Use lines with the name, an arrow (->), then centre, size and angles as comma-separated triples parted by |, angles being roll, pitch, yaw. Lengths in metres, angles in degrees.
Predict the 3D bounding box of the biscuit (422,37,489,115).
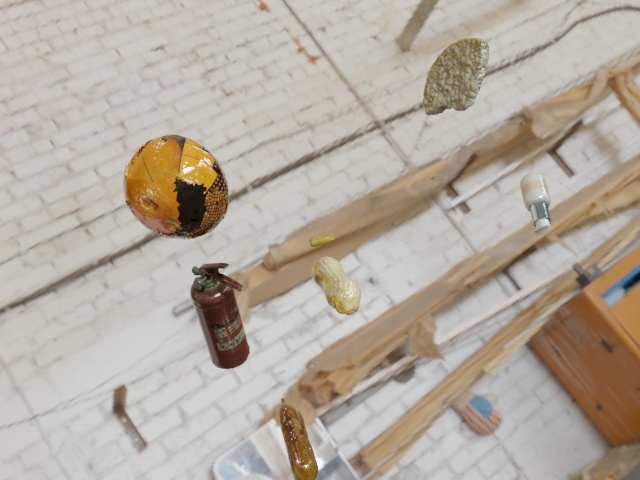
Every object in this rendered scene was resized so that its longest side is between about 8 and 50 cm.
biscuit -> 0.364, -0.428, 2.066 | 0.040, 0.188, 0.265 | -3, -31, -39

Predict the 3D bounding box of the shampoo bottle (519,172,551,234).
shampoo bottle -> 0.607, -0.102, 2.155 | 0.074, 0.192, 0.074 | -1, -39, -1

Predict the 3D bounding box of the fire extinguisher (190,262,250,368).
fire extinguisher -> -0.230, 0.170, 1.849 | 0.106, 0.147, 0.336 | -55, -31, -39

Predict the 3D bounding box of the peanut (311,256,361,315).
peanut -> 0.040, 0.111, 1.923 | 0.087, 0.206, 0.087 | -12, -55, -18

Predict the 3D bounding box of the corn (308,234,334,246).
corn -> 0.000, 0.000, 2.235 | 0.083, 0.027, 0.028 | -13, -64, -22

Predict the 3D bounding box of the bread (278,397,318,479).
bread -> -0.078, 0.623, 2.457 | 0.084, 0.344, 0.124 | -15, -53, -6

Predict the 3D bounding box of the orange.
orange -> -0.303, -0.111, 1.627 | 0.182, 0.234, 0.234 | -32, -11, -45
